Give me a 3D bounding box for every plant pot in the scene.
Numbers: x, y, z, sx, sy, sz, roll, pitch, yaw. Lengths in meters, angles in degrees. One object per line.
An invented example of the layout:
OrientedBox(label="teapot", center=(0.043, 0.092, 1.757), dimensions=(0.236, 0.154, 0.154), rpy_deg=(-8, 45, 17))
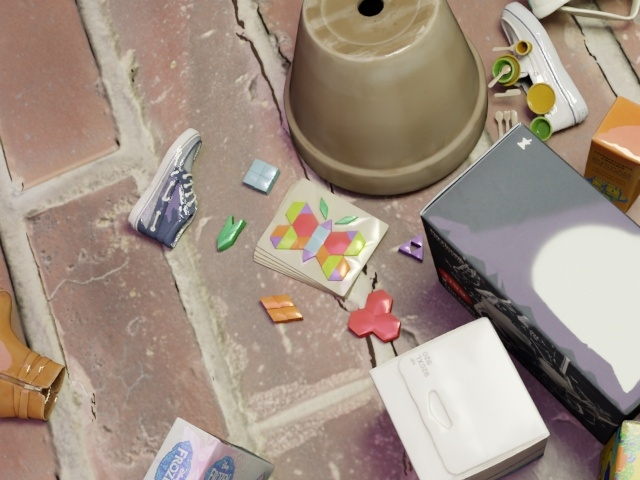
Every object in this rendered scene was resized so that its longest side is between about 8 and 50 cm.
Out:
OrientedBox(label="plant pot", center=(0.085, -0.269, 1.435), dimensions=(0.323, 0.280, 0.323), rpy_deg=(-4, 66, 8))

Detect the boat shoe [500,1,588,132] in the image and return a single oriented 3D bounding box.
OrientedBox(label="boat shoe", center=(0.328, -0.269, 1.502), dimensions=(0.076, 0.083, 0.226), rpy_deg=(-28, 69, 0))

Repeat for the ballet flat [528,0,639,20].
OrientedBox(label="ballet flat", center=(0.504, -0.410, 1.497), dimensions=(0.400, 0.139, 0.139), rpy_deg=(-7, 70, -2))

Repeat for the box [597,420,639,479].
OrientedBox(label="box", center=(0.417, 0.385, 1.148), dimensions=(0.177, 0.290, 0.279), rpy_deg=(8, 72, 14))

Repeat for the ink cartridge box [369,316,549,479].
OrientedBox(label="ink cartridge box", center=(0.186, 0.233, 1.276), dimensions=(0.168, 0.232, 0.171), rpy_deg=(-27, 69, 1))

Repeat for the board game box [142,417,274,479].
OrientedBox(label="board game box", center=(-0.190, 0.403, 1.246), dimensions=(0.066, 0.318, 0.318), rpy_deg=(25, 78, 16))

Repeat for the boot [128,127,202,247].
OrientedBox(label="boot", center=(-0.224, -0.083, 1.562), dimensions=(0.086, 0.069, 0.190), rpy_deg=(30, 87, 12))

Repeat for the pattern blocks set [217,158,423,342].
OrientedBox(label="pattern blocks set", center=(0.000, 0.000, 1.504), dimensions=(0.325, 0.026, 0.285), rpy_deg=(14, 74, 16))

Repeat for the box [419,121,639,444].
OrientedBox(label="box", center=(0.317, 0.068, 1.265), dimensions=(0.179, 0.312, 0.343), rpy_deg=(-42, 69, -5))

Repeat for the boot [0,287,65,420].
OrientedBox(label="boot", center=(-0.469, 0.180, 1.511), dimensions=(0.152, 0.073, 0.197), rpy_deg=(9, 85, 15))

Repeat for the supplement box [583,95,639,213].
OrientedBox(label="supplement box", center=(0.420, -0.110, 1.349), dimensions=(0.078, 0.233, 0.080), rpy_deg=(31, 83, 19))

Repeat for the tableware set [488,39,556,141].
OrientedBox(label="tableware set", center=(0.306, -0.226, 1.471), dimensions=(0.104, 0.024, 0.154), rpy_deg=(1, 99, 37))
